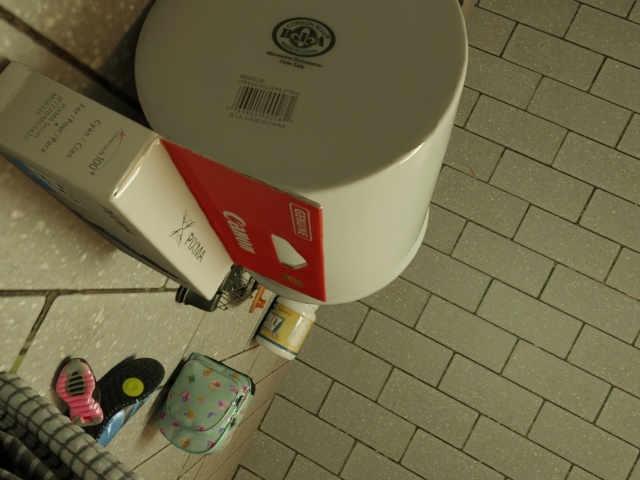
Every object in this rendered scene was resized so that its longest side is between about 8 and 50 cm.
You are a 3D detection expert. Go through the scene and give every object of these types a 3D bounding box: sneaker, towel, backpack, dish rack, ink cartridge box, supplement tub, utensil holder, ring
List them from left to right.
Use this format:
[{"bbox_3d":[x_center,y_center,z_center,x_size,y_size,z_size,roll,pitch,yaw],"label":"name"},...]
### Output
[{"bbox_3d":[-0.297,0.316,0.522,0.121,0.235,0.283,-39,154,-53],"label":"towel"},{"bbox_3d":[-0.318,0.193,0.661,0.057,0.047,0.119,-109,-158,-53],"label":"sneaker"},{"bbox_3d":[-0.321,0.260,0.742,0.082,0.069,0.209,-56,176,38],"label":"sneaker"},{"bbox_3d":[-0.125,-0.005,0.468,0.066,0.261,0.296,-61,169,-17],"label":"ink cartridge box"},{"bbox_3d":[-0.246,0.352,1.044,0.144,0.166,0.188,77,38,-72],"label":"backpack"},{"bbox_3d":[-0.154,0.031,0.965,0.208,0.074,0.271,-63,172,6],"label":"dish rack"},{"bbox_3d":[-0.087,0.027,1.200,0.336,0.032,0.336,-155,-90,-88],"label":"ring"},{"bbox_3d":[-0.104,0.266,1.588,0.199,0.145,0.144,-61,170,-11],"label":"supplement tub"},{"bbox_3d":[-0.006,-0.118,0.619,0.327,0.328,0.385,-60,167,-15],"label":"utensil holder"}]

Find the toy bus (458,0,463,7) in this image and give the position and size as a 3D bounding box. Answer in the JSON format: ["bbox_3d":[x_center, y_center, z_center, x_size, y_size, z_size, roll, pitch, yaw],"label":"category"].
[{"bbox_3d":[0.250,-0.568,1.304,0.220,0.150,0.211,-61,-174,-1],"label":"toy bus"}]
